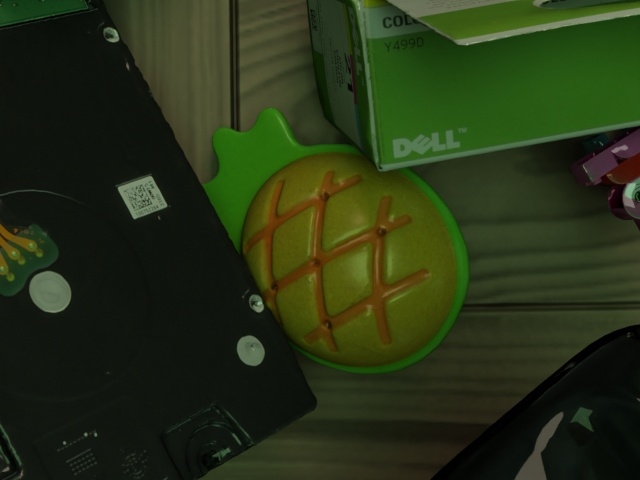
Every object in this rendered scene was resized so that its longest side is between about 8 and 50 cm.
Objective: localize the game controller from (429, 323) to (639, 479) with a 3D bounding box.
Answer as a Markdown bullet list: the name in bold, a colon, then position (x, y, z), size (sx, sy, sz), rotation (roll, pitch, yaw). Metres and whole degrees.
- **game controller**: position (0.160, 0.193, 0.430), size (0.166, 0.067, 0.319), rotation (-35, 101, -6)

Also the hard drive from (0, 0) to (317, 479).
- **hard drive**: position (-0.173, -0.009, 0.558), size (0.237, 0.064, 0.339), rotation (-26, 85, -42)

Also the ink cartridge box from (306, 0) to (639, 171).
- **ink cartridge box**: position (0.112, -0.092, 0.544), size (0.189, 0.255, 0.097), rotation (-10, 112, -9)

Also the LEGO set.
- **LEGO set**: position (0.254, -0.060, 0.660), size (0.227, 0.087, 0.093), rotation (-32, 95, -10)

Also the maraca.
- **maraca**: position (0.000, 0.000, 0.634), size (0.186, 0.099, 0.127), rotation (33, 99, 18)
